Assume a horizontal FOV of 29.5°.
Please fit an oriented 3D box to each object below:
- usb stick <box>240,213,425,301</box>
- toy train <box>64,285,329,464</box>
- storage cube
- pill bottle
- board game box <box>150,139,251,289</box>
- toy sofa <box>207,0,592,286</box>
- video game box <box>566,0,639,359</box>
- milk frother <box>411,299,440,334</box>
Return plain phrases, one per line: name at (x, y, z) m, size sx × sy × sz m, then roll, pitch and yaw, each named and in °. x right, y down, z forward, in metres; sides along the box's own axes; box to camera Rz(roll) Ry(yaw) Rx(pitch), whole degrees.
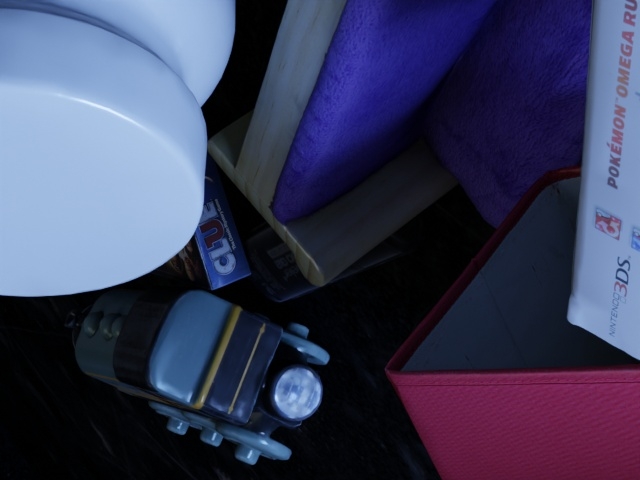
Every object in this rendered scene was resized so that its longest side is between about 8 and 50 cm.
usb stick at (0.000, 0.000, 0.993) m, size 0.077 × 0.045 × 0.278 m, roll 51°, pitch 155°, yaw -6°
toy train at (-0.130, 0.115, 1.193) m, size 0.190 × 0.142 × 0.334 m, roll 29°, pitch 167°, yaw -26°
storage cube at (0.181, 0.081, 0.578) m, size 0.215 × 0.184 × 0.193 m, roll -8°, pitch 118°, yaw 43°
pill bottle at (-0.150, -0.169, 0.638) m, size 0.210 × 0.210 × 0.363 m, roll 101°, pitch 167°, yaw -58°
board game box at (-0.157, -0.047, 1.150) m, size 0.243 × 0.042 × 0.165 m, roll 8°, pitch 119°, yaw 61°
toy sofa at (0.069, -0.102, 0.618) m, size 0.177 × 0.150 × 0.362 m, roll 49°, pitch 155°, yaw 11°
video game box at (0.165, -0.081, 0.414) m, size 0.048 × 0.205 × 0.187 m, roll 35°, pitch 150°, yaw 31°
milk frother at (0.148, 0.086, 0.815) m, size 0.143 × 0.129 × 0.135 m, roll 11°, pitch 159°, yaw -13°
